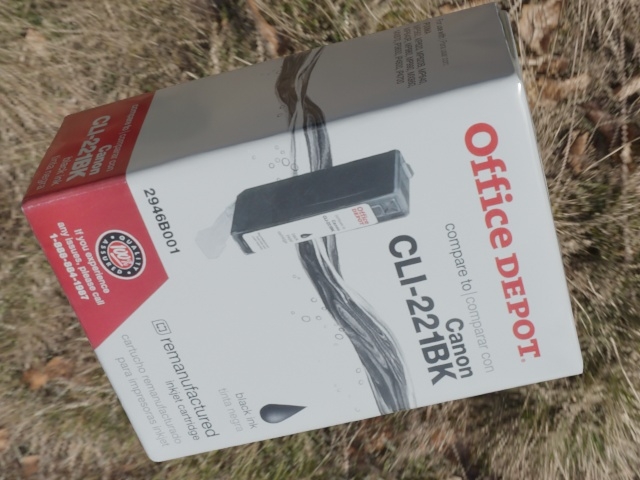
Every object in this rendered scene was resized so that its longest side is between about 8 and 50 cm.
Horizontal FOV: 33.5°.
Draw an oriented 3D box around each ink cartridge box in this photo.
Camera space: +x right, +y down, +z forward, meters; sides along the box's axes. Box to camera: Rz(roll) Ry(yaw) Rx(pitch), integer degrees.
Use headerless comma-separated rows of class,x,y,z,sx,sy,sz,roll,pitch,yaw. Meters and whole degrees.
ink cartridge box,0.000,0.000,0.623,0.272,0.114,0.197,-14,120,10
